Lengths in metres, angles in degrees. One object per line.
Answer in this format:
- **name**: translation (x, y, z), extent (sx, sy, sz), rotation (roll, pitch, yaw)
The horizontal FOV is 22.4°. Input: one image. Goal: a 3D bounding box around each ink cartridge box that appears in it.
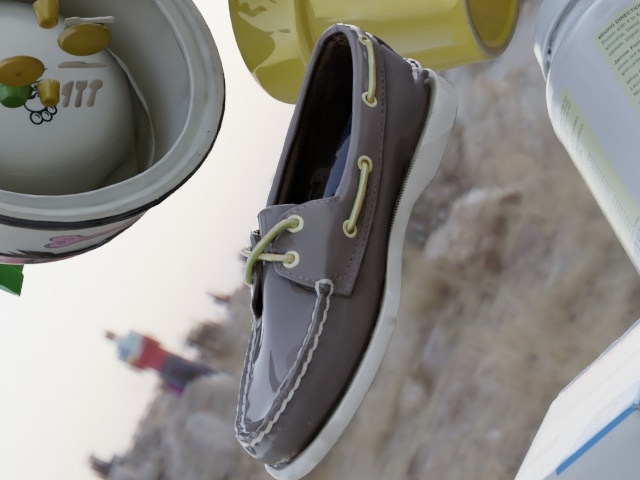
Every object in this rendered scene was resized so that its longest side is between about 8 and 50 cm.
- **ink cartridge box**: translation (0.335, 0.218, 1.763), extent (0.223, 0.129, 0.307), rotation (-48, -1, 29)

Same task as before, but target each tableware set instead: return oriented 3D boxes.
- **tableware set**: translation (-0.244, -0.166, 1.460), extent (0.154, 0.104, 0.024), rotation (118, 144, -59)

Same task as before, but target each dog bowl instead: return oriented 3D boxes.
- **dog bowl**: translation (-0.314, -0.153, 1.679), extent (0.150, 0.408, 0.408), rotation (-54, 9, 51)

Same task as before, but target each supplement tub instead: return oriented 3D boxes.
- **supplement tub**: translation (0.332, -0.093, 1.352), extent (0.235, 0.235, 0.324), rotation (111, 146, -43)

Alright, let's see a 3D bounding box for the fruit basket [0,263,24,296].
- **fruit basket**: translation (-0.602, 0.005, 2.244), extent (0.392, 0.392, 0.283), rotation (-66, -26, -11)

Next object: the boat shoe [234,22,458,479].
- **boat shoe**: translation (0.000, 0.000, 1.067), extent (0.117, 0.097, 0.324), rotation (-22, 41, 51)

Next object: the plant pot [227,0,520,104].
- **plant pot**: translation (0.067, -0.266, 1.660), extent (0.254, 0.239, 0.254), rotation (-3, -86, -62)
